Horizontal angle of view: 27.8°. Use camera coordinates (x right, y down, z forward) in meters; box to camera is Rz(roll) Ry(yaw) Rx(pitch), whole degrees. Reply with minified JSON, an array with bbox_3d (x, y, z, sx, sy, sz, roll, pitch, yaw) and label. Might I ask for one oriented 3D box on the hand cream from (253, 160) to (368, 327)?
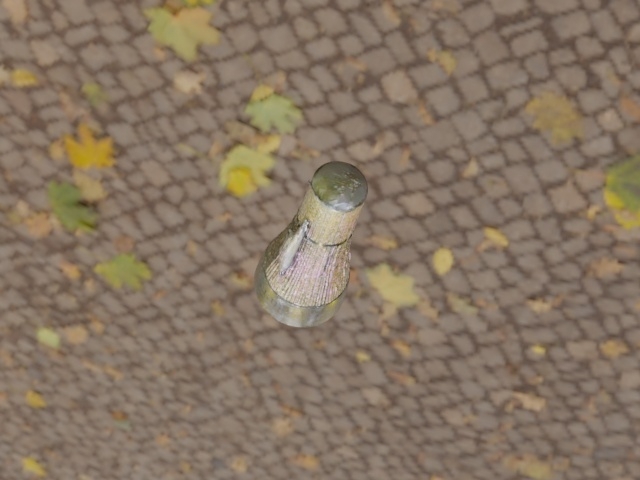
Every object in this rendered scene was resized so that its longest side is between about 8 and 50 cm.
[{"bbox_3d":[0.000,0.000,1.078,0.084,0.084,0.203,22,152,-2],"label":"hand cream"}]
